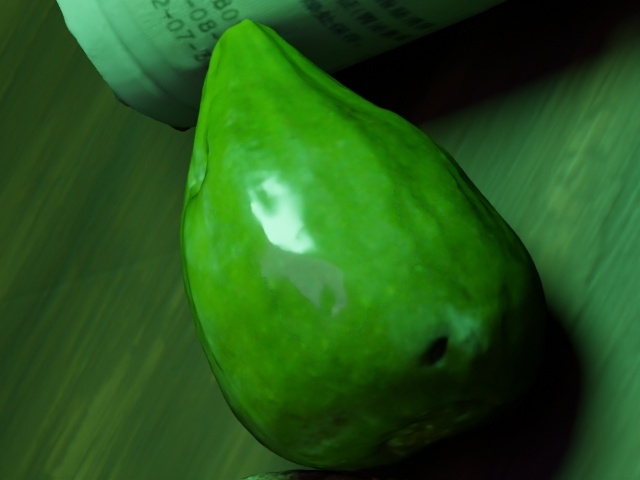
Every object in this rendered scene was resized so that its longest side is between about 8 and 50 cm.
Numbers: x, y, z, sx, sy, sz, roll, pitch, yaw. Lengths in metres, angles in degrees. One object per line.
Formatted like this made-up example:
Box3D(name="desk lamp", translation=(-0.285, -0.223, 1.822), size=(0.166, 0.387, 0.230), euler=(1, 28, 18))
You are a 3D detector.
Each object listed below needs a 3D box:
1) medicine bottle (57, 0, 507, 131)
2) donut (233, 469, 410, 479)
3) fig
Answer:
Box3D(name="medicine bottle", translation=(0.027, -0.201, 1.077), size=(0.332, 0.190, 0.190), euler=(-20, 60, 28))
Box3D(name="donut", translation=(-0.005, 0.181, 0.978), size=(0.217, 0.141, 0.085), euler=(0, 113, 35))
Box3D(name="fig", translation=(0.005, 0.010, 0.990), size=(0.167, 0.233, 0.167), euler=(-34, 12, 8))
